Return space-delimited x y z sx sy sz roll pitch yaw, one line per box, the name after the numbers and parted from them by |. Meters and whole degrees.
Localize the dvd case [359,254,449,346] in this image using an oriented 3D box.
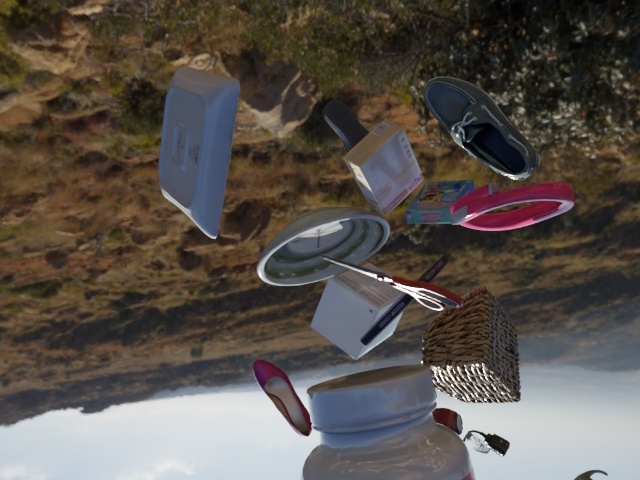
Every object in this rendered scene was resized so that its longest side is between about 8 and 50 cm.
0.205 0.146 1.214 0.179 0.029 0.239 -31 163 -53 | dvd case

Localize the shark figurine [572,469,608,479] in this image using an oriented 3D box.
0.457 0.437 0.730 0.166 0.116 0.278 34 176 -32 | shark figurine

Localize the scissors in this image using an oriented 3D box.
0.142 0.074 1.003 0.296 0.021 0.109 25 162 -3 | scissors

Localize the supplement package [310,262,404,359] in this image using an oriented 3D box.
0.142 0.225 1.664 0.198 0.200 0.262 32 -155 26 | supplement package

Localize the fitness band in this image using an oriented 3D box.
0.417 -0.074 1.108 0.208 0.055 0.291 2 168 -18 | fitness band

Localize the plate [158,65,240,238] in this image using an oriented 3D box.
-0.244 -0.176 0.926 0.045 0.278 0.278 0 -160 -36 | plate

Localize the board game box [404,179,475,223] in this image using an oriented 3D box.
0.374 -0.122 1.542 0.160 0.210 0.047 1 121 33 | board game box

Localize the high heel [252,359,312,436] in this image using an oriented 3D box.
-0.107 0.440 1.386 0.082 0.244 0.117 -33 -177 -7 | high heel

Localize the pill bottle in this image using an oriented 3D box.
0.100 0.383 0.642 0.228 0.408 0.229 -10 170 -2 | pill bottle

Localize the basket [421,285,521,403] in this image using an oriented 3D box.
0.403 0.294 1.363 0.213 0.223 0.299 -14 140 34 | basket

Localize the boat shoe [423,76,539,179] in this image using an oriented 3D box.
0.352 -0.256 1.112 0.116 0.319 0.099 -51 168 31 | boat shoe

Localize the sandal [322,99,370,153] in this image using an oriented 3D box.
0.099 -0.291 1.441 0.097 0.255 0.054 -34 -177 -21 | sandal

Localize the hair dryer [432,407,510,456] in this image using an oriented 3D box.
0.310 0.534 1.276 0.293 0.224 0.080 29 -156 16 | hair dryer

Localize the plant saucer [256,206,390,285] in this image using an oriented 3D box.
0.000 0.000 1.436 0.400 0.101 0.400 -16 155 -8 | plant saucer

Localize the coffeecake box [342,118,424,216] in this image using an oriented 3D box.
0.157 -0.173 1.202 0.068 0.142 0.185 39 170 44 | coffeecake box
